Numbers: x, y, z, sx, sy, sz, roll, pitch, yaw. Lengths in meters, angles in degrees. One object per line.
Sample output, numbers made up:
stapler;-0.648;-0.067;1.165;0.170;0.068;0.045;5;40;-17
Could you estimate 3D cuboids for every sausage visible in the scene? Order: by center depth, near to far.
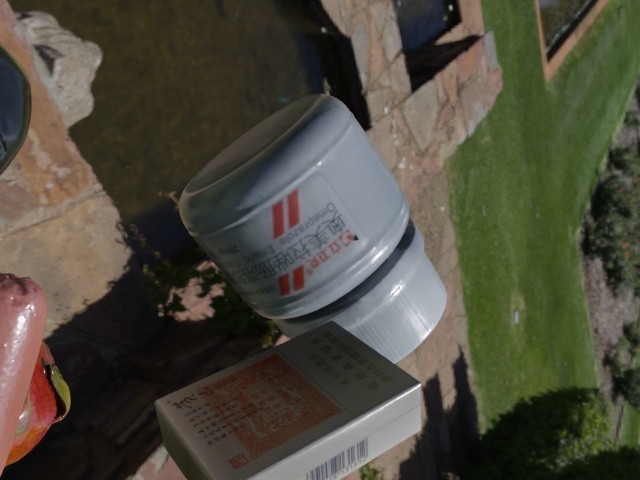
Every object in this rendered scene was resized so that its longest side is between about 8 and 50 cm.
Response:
sausage;-0.228;0.095;0.429;0.062;0.062;0.154;15;91;-55

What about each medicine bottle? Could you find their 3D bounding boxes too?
medicine bottle;0.000;0.000;0.814;0.306;0.245;0.245;53;44;-19

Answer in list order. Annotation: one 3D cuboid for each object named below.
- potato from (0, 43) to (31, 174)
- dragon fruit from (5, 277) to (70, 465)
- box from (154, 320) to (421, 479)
potato;-0.583;-0.173;0.941;0.326;0.221;0.243;-33;75;-22
dragon fruit;-0.498;0.161;0.850;0.305;0.305;0.226;-33;135;-53
box;-0.027;0.157;0.573;0.201;0.141;0.058;-21;120;-28
